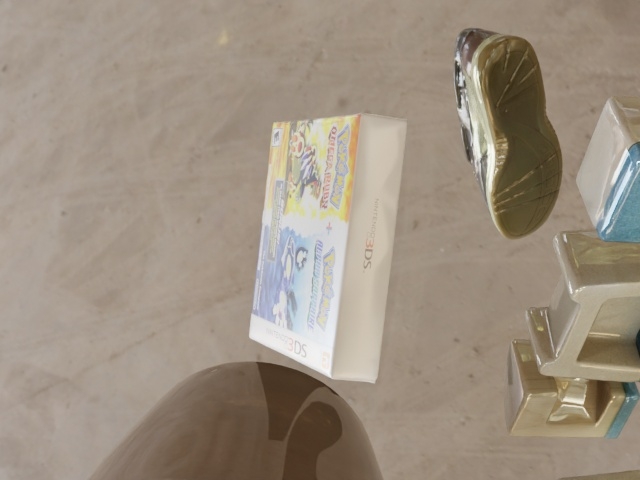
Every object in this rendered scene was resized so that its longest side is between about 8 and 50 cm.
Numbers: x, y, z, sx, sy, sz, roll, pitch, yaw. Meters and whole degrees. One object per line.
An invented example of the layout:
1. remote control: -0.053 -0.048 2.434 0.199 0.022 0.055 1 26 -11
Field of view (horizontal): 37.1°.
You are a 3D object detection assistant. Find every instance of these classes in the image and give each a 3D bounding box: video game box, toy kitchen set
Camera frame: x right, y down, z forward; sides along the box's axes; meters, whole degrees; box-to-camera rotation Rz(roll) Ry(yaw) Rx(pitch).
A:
1. video game box: 0.000 0.000 0.801 0.187 0.048 0.205 9 93 63
2. toy kitchen set: 0.178 0.068 0.437 0.166 0.122 0.207 -95 10 -45

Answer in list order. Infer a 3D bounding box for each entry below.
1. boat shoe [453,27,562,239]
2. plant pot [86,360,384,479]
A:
1. boat shoe: 0.171 -0.101 0.895 0.080 0.224 0.073 -27 40 -9
2. plant pot: -0.050 0.192 0.523 0.263 0.263 0.229 -39 16 21
